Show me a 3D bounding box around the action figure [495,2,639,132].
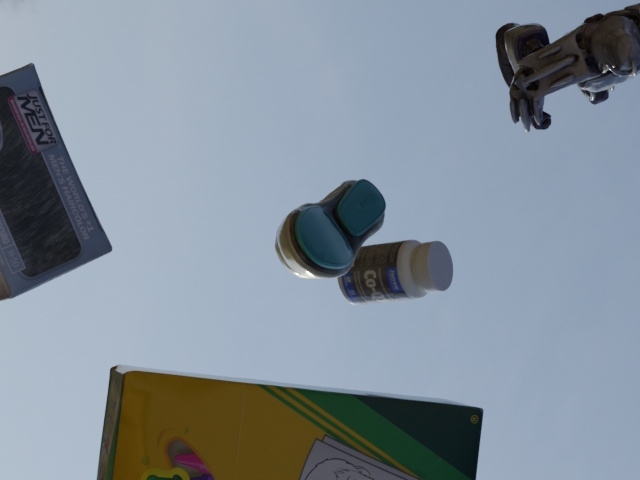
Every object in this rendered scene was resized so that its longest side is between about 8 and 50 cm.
[{"bbox_3d":[0.246,-0.161,1.322,0.285,0.185,0.099,-128,-154,-82],"label":"action figure"}]

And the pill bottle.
[{"bbox_3d":[0.097,0.040,1.891,0.137,0.078,0.078,-8,-125,35],"label":"pill bottle"}]

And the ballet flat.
[{"bbox_3d":[0.000,0.000,1.536,0.086,0.086,0.248,-58,169,23],"label":"ballet flat"}]

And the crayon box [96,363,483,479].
[{"bbox_3d":[-0.042,0.302,1.241,0.106,0.313,0.363,176,-79,-72],"label":"crayon box"}]

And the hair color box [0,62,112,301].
[{"bbox_3d":[-0.356,-0.031,1.431,0.113,0.185,0.374,-27,-173,-32],"label":"hair color box"}]
